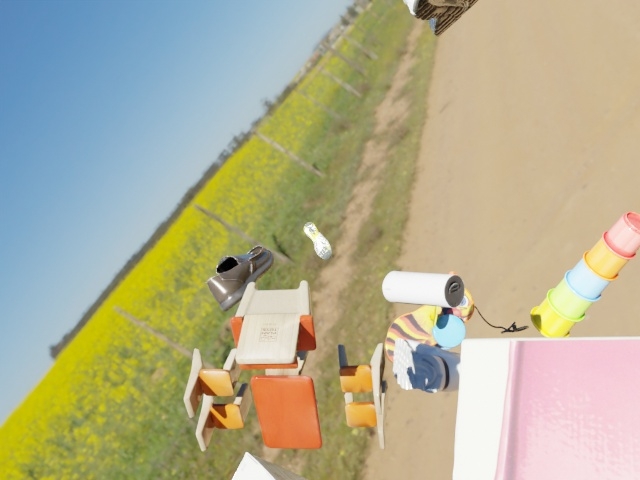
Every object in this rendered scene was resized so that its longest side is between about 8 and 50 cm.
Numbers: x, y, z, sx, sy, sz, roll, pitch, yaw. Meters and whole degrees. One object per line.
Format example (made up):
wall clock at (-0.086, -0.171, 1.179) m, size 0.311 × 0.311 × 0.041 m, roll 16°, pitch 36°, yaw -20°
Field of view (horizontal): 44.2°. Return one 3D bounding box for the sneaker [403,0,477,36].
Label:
sneaker at (0.131, -0.311, 0.941) m, size 0.081 × 0.094 × 0.208 m, roll -42°, pitch -11°, yaw 17°

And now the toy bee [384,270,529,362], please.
toy bee at (0.270, 0.158, 1.719) m, size 0.298 × 0.162 × 0.195 m, roll -10°, pitch -13°, yaw -22°

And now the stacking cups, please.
stacking cups at (0.541, 0.071, 1.594) m, size 0.316 × 0.096 × 0.096 m, roll -66°, pitch -2°, yaw 40°

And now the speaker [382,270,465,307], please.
speaker at (0.170, 0.080, 1.302) m, size 0.136 × 0.055 × 0.055 m, roll 1°, pitch 48°, yaw 47°

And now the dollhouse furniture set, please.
dollhouse furniture set at (-0.049, 0.189, 1.022) m, size 0.135 × 0.262 × 0.259 m, roll -84°, pitch -11°, yaw -50°

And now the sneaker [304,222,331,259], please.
sneaker at (0.000, 0.000, 1.560) m, size 0.031 × 0.083 × 0.035 m, roll -33°, pitch -12°, yaw 13°

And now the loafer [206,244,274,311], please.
loafer at (-0.154, 0.053, 1.518) m, size 0.080 × 0.078 × 0.220 m, roll -38°, pitch 8°, yaw 22°

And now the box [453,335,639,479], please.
box at (0.246, 0.159, 0.658) m, size 0.232 × 0.148 × 0.127 m, roll -6°, pitch 65°, yaw 31°

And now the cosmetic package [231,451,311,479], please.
cosmetic package at (-0.004, 0.497, 1.374) m, size 0.113 × 0.309 × 0.160 m, roll -63°, pitch 23°, yaw -7°

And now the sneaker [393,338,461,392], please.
sneaker at (0.206, 0.233, 1.456) m, size 0.235 × 0.094 × 0.090 m, roll -164°, pitch 72°, yaw -71°
